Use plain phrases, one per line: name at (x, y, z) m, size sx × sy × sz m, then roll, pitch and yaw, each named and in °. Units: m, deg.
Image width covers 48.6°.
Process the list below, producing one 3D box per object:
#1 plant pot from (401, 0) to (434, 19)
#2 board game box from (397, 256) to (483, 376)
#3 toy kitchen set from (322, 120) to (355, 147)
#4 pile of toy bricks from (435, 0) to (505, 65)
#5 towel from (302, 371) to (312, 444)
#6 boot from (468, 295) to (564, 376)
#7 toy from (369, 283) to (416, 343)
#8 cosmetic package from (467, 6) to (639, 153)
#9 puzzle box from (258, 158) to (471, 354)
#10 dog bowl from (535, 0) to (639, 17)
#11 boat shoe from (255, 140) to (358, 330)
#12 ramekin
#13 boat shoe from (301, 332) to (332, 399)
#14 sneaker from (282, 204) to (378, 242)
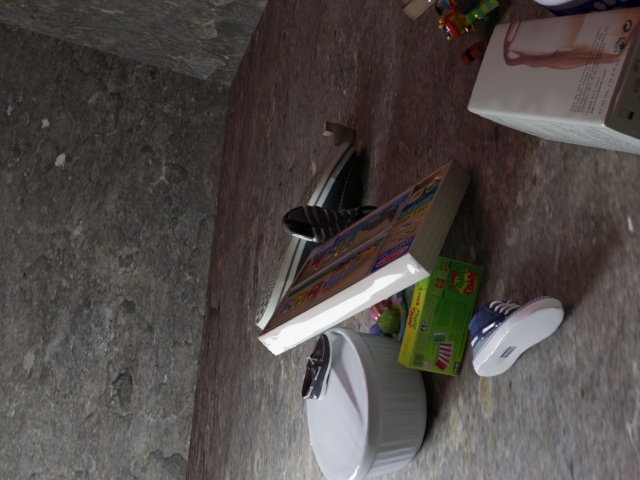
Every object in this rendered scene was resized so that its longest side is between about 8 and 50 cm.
plant pot at (0.214, -0.538, 1.321) m, size 0.237 × 0.110 × 0.237 m, roll -46°, pitch 11°, yaw 12°
board game box at (0.192, 0.118, 1.135) m, size 0.043 × 0.092 × 0.181 m, roll -164°, pitch 87°, yaw -71°
toy kitchen set at (0.038, -0.251, 1.833) m, size 0.075 × 0.083 × 0.068 m, roll 128°, pitch 149°, yaw -52°
pile of toy bricks at (0.275, -0.404, 1.254) m, size 0.105 × 0.118 × 0.212 m, roll -31°, pitch 24°, yaw 27°
towel at (-0.004, 0.359, 1.651) m, size 0.197 × 0.029 × 0.144 m, roll -99°, pitch 27°, yaw -47°
boot at (0.259, 0.108, 0.980) m, size 0.190 × 0.069 × 0.086 m, roll 121°, pitch 151°, yaw -48°
toy at (0.130, 0.138, 1.360) m, size 0.137 × 0.056 × 0.237 m, roll -146°, pitch 70°, yaw -71°
cosmetic package at (0.325, -0.188, 0.859) m, size 0.296 × 0.153 × 0.129 m, roll -143°, pitch 69°, yaw -68°
puzzle box at (0.071, 0.036, 1.263) m, size 0.409 × 0.052 × 0.272 m, roll -34°, pitch 18°, yaw 42°
dog bowl at (0.368, -0.385, 0.849) m, size 0.265 × 0.104 × 0.265 m, roll -51°, pitch 25°, yaw 34°
boat shoe at (0.000, 0.000, 1.693) m, size 0.187 × 0.156 × 0.500 m, roll 149°, pitch 143°, yaw -72°
ramekin at (0.080, 0.287, 1.248) m, size 0.273 × 0.127 × 0.273 m, roll -177°, pitch 90°, yaw -68°
boat shoe at (-0.008, 0.223, 1.253) m, size 0.046 × 0.038 × 0.125 m, roll -137°, pitch 54°, yaw -62°
sneaker at (0.019, -0.011, 1.536) m, size 0.132 × 0.228 × 0.086 m, roll 118°, pitch 147°, yaw -57°
